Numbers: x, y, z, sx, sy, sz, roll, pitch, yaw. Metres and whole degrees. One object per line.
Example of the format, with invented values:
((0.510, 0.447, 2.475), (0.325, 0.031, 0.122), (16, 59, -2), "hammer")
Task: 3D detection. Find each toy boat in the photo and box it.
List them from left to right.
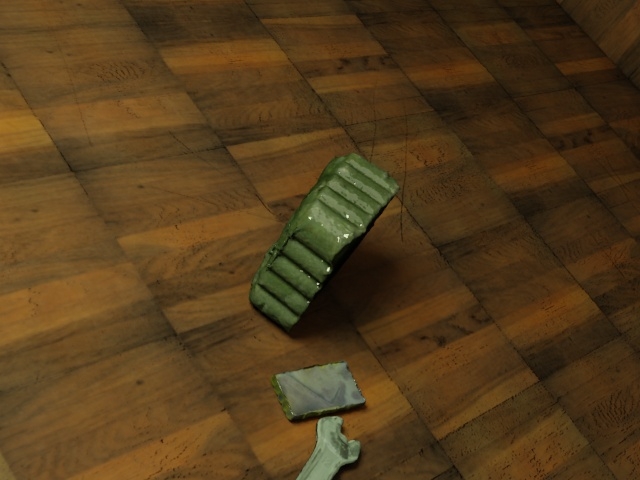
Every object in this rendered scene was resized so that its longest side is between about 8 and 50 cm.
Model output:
((-0.001, 0.178, 1.152), (0.115, 0.016, 0.063), (-4, 55, -39), "toy boat")

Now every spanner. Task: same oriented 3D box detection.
((-0.030, 0.290, 1.019), (0.071, 0.017, 0.302), (40, 39, 2), "spanner")

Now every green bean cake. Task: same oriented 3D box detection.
((0.000, 0.000, 1.196), (0.094, 0.183, 0.185), (35, 40, -1), "green bean cake")
